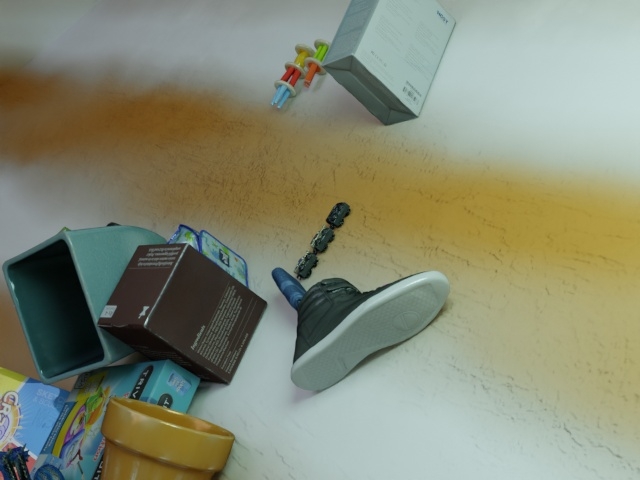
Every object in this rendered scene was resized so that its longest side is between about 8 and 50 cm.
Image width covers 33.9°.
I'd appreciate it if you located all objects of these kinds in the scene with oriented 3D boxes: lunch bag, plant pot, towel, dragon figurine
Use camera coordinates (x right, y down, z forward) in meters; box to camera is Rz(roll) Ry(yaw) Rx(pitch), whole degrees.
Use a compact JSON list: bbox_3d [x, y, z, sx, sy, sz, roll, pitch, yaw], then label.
[{"bbox_3d":[-0.209,0.044,1.945,0.096,0.129,0.151,-54,31,-5],"label":"lunch bag"},{"bbox_3d":[-0.258,0.363,1.630,0.205,0.205,0.188,9,80,55],"label":"plant pot"},{"bbox_3d":[-0.403,0.102,1.988,0.247,0.247,0.252,-21,-2,43],"label":"plant pot"},{"bbox_3d":[-0.042,0.090,1.742,0.029,0.067,0.119,-46,32,4],"label":"towel"},{"bbox_3d":[-0.475,0.434,1.762,0.085,0.144,0.289,-16,18,-38],"label":"dragon figurine"}]

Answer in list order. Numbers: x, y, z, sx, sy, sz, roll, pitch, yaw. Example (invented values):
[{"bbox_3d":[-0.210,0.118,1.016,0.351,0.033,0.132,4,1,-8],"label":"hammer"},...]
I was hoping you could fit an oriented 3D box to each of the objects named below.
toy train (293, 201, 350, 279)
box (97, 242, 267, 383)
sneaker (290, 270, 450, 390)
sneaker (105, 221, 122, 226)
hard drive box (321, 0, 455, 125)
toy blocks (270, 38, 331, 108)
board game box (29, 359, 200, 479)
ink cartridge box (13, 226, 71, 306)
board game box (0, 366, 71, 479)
[{"bbox_3d":[0.000,0.000,1.822,0.158,0.027,0.036,-58,28,-12],"label":"toy train"},{"bbox_3d":[-0.238,0.127,1.823,0.168,0.203,0.167,-2,56,50],"label":"box"},{"bbox_3d":[0.062,0.093,1.569,0.295,0.104,0.147,-37,38,28],"label":"sneaker"},{"bbox_3d":[-0.408,0.042,2.231,0.286,0.109,0.130,13,74,58],"label":"sneaker"},{"bbox_3d":[0.127,-0.356,1.888,0.089,0.181,0.232,-9,49,49],"label":"hard drive box"},{"bbox_3d":[-0.041,-0.346,2.212,0.123,0.054,0.148,1,58,53],"label":"toy blocks"},{"bbox_3d":[-0.378,0.348,1.868,0.336,0.079,0.254,-14,47,51],"label":"board game box"},{"bbox_3d":[-0.609,0.116,2.411,0.189,0.097,0.255,-42,31,14],"label":"ink cartridge box"},{"bbox_3d":[-0.645,0.370,2.047,0.316,0.064,0.242,16,64,15],"label":"board game box"}]
